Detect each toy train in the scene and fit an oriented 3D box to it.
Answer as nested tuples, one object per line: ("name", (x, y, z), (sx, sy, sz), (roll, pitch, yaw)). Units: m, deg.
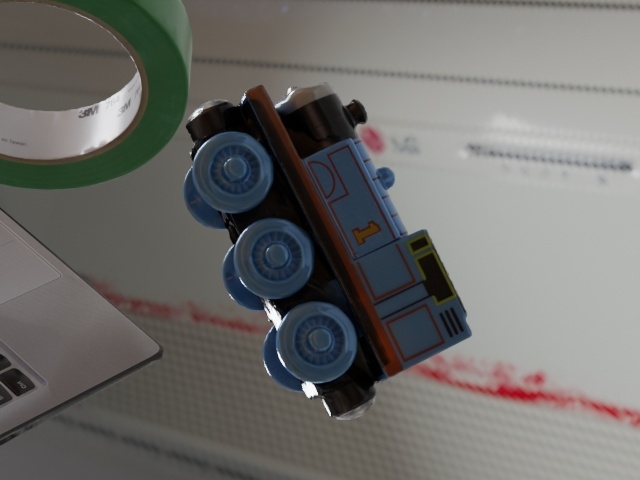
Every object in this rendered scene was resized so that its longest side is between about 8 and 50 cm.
("toy train", (0.000, 0.000, 0.912), (0.184, 0.105, 0.080), (64, -13, 4))

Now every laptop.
("laptop", (-0.367, -0.026, 1.279), (0.382, 0.408, 0.236), (38, -48, 25))

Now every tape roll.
("tape roll", (-0.294, -0.186, 1.778), (0.321, 0.077, 0.321), (0, -40, 0))
